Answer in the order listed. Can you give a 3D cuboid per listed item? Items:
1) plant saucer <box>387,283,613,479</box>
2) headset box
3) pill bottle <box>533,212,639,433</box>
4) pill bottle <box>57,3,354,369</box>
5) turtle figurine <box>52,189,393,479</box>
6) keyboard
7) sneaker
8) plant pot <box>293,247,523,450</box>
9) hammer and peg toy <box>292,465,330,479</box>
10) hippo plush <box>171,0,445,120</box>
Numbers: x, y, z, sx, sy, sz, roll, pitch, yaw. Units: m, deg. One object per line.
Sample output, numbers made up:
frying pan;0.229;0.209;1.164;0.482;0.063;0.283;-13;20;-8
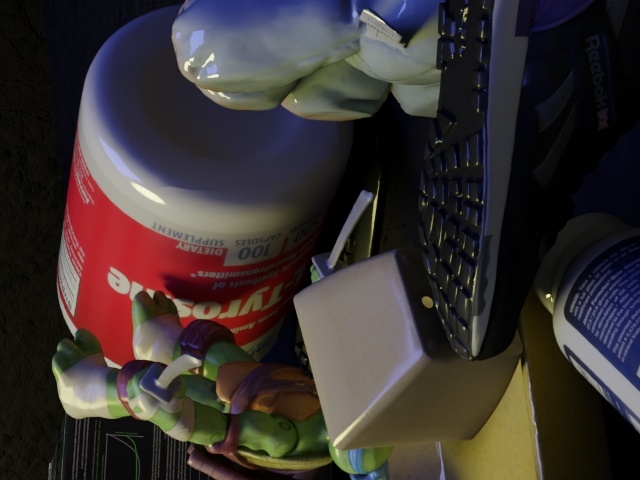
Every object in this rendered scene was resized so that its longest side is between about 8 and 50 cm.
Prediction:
plant saucer;0.121;0.191;1.068;0.333;0.081;0.333;165;98;-70
headset box;-0.132;0.265;1.525;0.246;0.283;0.131;123;150;-63
pill bottle;0.185;0.049;0.813;0.169;0.094;0.094;-129;37;-57
pill bottle;-0.122;-0.005;1.376;0.407;0.229;0.229;111;147;-54
turtle figurine;-0.071;0.068;1.117;0.266;0.198;0.274;6;148;38
keyboard;0.000;0.000;1.424;0.201;0.033;0.317;-120;31;-49
sneaker;0.128;-0.062;0.799;0.107;0.124;0.283;-115;25;-61
plant pot;0.062;0.058;0.927;0.096;0.109;0.109;-49;50;50
hammer and peg toy;0.003;0.392;1.251;0.266;0.127;0.361;-37;-62;-76
hippo plush;0.021;-0.215;0.976;0.294;0.234;0.236;135;135;-82
